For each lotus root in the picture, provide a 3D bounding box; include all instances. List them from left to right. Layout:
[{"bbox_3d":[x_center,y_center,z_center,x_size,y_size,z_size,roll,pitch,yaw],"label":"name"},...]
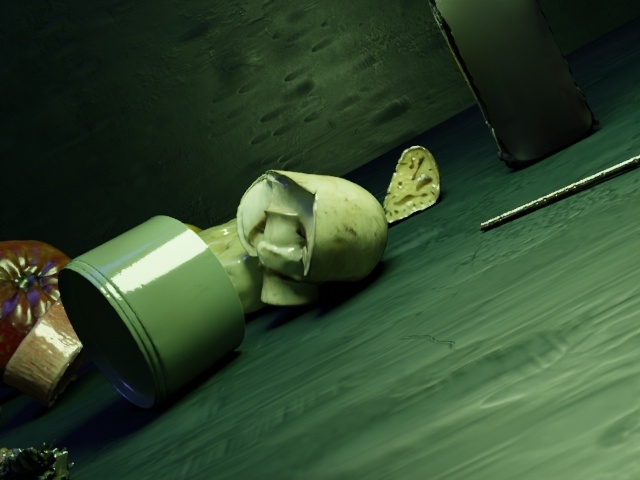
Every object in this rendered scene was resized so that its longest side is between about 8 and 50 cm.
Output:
[{"bbox_3d":[0.184,-0.101,1.282,0.159,0.095,0.135,-68,-10,16],"label":"lotus root"}]

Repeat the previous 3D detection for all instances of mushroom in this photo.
[{"bbox_3d":[0.000,0.000,0.992,0.189,0.195,0.254,2,7,-27],"label":"mushroom"}]

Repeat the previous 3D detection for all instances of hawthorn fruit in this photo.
[{"bbox_3d":[-0.810,0.217,1.784,0.403,0.403,0.403,-28,8,4],"label":"hawthorn fruit"}]

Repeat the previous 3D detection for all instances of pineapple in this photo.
[{"bbox_3d":[-0.359,0.276,0.795,0.159,0.074,0.074,-20,11,31],"label":"pineapple"}]

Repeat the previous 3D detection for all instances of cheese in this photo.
[{"bbox_3d":[-0.138,0.028,1.225,0.326,0.115,0.318,-9,20,18],"label":"cheese"}]

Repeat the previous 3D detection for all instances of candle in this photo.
[{"bbox_3d":[-0.525,0.190,1.383,0.317,0.131,0.287,-62,5,-37],"label":"candle"}]

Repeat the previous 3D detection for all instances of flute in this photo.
[{"bbox_3d":[0.320,-0.068,0.820,0.269,0.014,0.014,-25,9,25],"label":"flute"}]

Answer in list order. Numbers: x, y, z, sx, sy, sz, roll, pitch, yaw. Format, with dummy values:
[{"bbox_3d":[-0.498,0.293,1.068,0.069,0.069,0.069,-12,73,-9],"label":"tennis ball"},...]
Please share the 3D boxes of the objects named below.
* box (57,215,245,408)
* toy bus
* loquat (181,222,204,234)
[{"bbox_3d":[-0.235,0.097,0.920,0.149,0.226,0.226,-34,9,-35],"label":"box"},{"bbox_3d":[0.316,-0.329,1.175,0.171,0.386,0.162,-26,3,10],"label":"toy bus"},{"bbox_3d":[-0.282,0.067,1.411,0.213,0.213,0.213,-28,8,4],"label":"loquat"}]
